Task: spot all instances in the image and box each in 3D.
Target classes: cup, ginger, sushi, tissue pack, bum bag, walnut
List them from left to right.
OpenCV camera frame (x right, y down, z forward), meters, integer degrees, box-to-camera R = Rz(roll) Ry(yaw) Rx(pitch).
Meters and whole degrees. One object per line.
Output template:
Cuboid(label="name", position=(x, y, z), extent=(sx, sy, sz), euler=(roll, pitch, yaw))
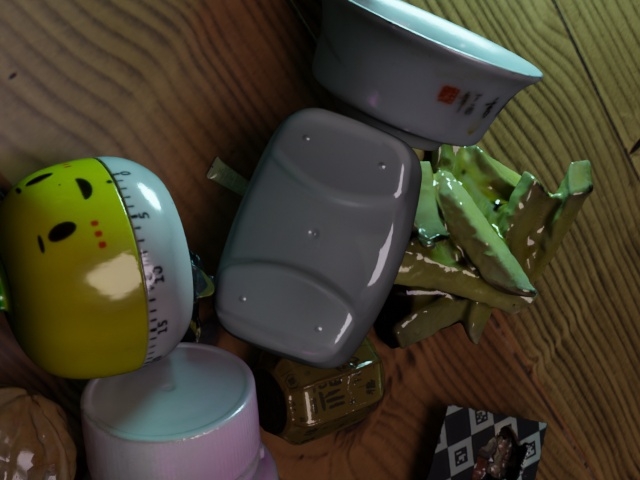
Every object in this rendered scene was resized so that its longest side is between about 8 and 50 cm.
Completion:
Cuboid(label="walnut", position=(-0.386, 0.283, 1.092), extent=(0.198, 0.198, 0.244), euler=(16, 94, -37))
Cuboid(label="bum bag", position=(-0.180, 0.075, 1.215), extent=(0.060, 0.232, 0.106), euler=(-9, 67, -17))
Cuboid(label="tissue pack", position=(0.000, 0.000, 1.269), extent=(0.230, 0.236, 0.332), euler=(21, 88, 8))
Cuboid(label="cup", position=(0.125, -0.238, 1.334), extent=(0.347, 0.347, 0.163), euler=(9, 116, -37))
Cuboid(label="sushi", position=(0.272, 0.448, 1.683), extent=(0.294, 0.059, 0.292), euler=(16, 86, -37))
Cuboid(label="ginger", position=(0.260, -0.008, 1.517), extent=(0.413, 0.211, 0.358), euler=(-40, 116, -25))

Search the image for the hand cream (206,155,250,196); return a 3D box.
Cuboid(label="hand cream", position=(-0.118, -0.082, 1.340), extent=(0.102, 0.022, 0.035), euler=(32, 78, -30))

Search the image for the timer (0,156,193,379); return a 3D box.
Cuboid(label="timer", position=(-0.308, 0.043, 1.075), extent=(0.285, 0.285, 0.285), euler=(-6, 100, -36))

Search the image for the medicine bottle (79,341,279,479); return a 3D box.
Cuboid(label="medicine bottle", position=(-0.177, 0.318, 1.174), extent=(0.256, 0.256, 0.324), euler=(-19, 122, -33))

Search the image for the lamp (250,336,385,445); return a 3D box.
Cuboid(label="lamp", position=(-0.007, 0.212, 1.384), extent=(0.185, 0.161, 0.161), euler=(-16, 106, -37))
